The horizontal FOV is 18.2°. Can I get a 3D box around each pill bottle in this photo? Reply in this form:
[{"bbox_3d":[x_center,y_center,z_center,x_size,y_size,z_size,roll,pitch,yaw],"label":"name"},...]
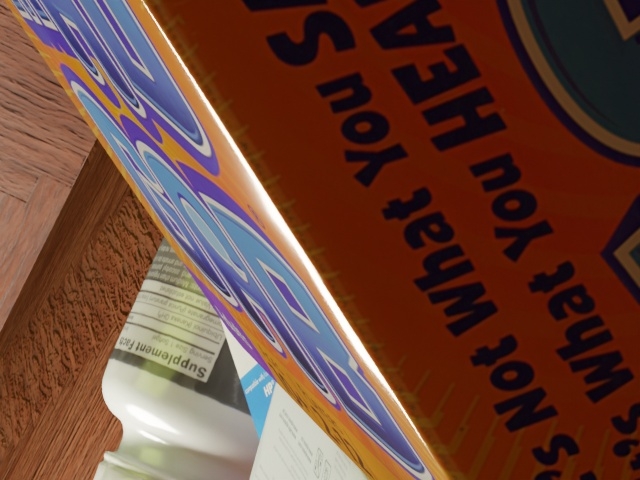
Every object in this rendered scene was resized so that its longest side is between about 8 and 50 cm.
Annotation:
[{"bbox_3d":[-0.046,0.069,1.403,0.319,0.176,0.176,-67,16,-7],"label":"pill bottle"}]

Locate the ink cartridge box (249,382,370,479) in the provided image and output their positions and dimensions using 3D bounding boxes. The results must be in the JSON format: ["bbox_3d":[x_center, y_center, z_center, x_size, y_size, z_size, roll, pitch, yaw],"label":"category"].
[{"bbox_3d":[-0.008,0.196,1.062,0.223,0.045,0.224,-130,56,-71],"label":"ink cartridge box"}]

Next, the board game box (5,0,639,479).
[{"bbox_3d":[0.078,-0.146,0.678,0.356,0.356,0.356,-36,25,-7],"label":"board game box"}]

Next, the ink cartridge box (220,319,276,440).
[{"bbox_3d":[0.000,0.000,1.250,0.078,0.134,0.231,-43,61,55],"label":"ink cartridge box"}]
